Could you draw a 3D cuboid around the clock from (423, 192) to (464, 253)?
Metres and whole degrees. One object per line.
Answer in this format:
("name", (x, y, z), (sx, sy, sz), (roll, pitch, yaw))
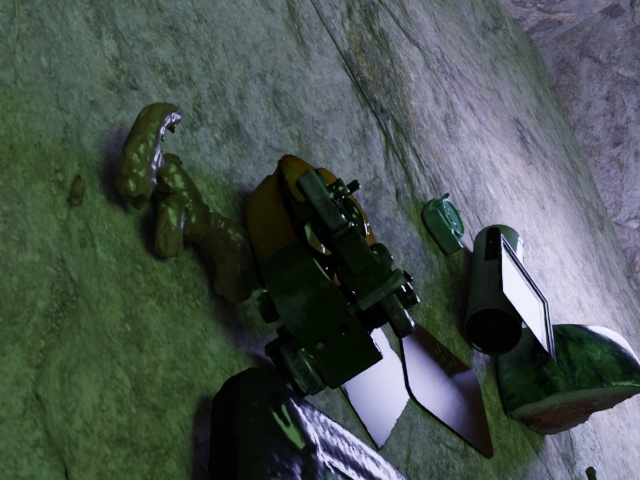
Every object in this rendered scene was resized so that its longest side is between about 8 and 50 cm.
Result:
("clock", (0.247, -0.041, 1.941), (0.101, 0.041, 0.135), (53, 26, -18))

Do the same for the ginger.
("ginger", (-0.159, -0.029, 1.132), (0.149, 0.065, 0.259), (-41, 111, -54))

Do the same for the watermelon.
("watermelon", (0.471, 0.274, 1.879), (0.213, 0.261, 0.201), (-91, 172, -51))

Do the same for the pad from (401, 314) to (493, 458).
("pad", (0.207, 0.236, 1.608), (0.267, 0.004, 0.181), (41, 31, -39))

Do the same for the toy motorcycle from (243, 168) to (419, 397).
("toy motorcycle", (0.001, 0.054, 1.159), (0.275, 0.205, 0.127), (57, 3, -23))

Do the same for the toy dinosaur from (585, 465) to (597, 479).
("toy dinosaur", (0.508, 0.534, 1.804), (0.188, 0.075, 0.248), (62, 17, -15))

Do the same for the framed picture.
("framed picture", (0.380, 0.103, 1.824), (0.195, 0.010, 0.199), (52, 26, -23))

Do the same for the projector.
("projector", (0.341, 0.088, 1.906), (0.108, 0.108, 0.337), (53, 25, -17))

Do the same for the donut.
("donut", (0.001, 0.003, 1.333), (0.253, 0.118, 0.253), (42, 33, -36))

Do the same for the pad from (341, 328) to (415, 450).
("pad", (0.077, 0.195, 1.408), (0.143, 0.003, 0.211), (59, 25, -4))

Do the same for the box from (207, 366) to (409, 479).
("box", (0.011, 0.343, 1.014), (0.350, 0.091, 0.359), (42, 30, -37))
